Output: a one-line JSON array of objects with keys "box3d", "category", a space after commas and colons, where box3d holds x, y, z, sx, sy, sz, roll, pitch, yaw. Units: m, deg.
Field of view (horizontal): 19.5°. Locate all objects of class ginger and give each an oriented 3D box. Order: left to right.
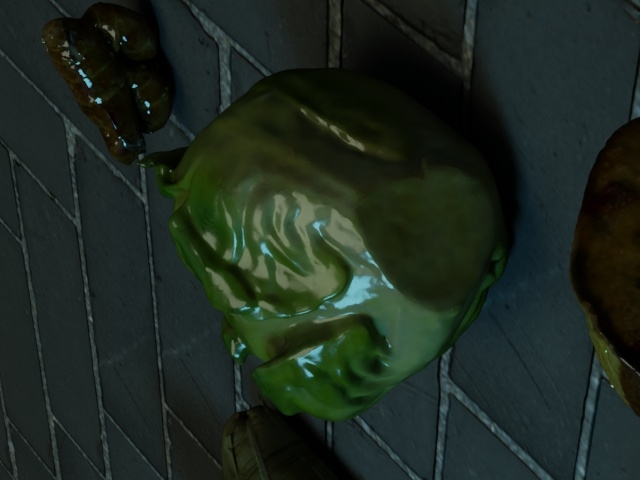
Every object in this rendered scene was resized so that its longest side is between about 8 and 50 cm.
[{"box3d": [-0.196, -0.161, 1.800, 0.073, 0.103, 0.162, 24, 144, 59], "category": "ginger"}]

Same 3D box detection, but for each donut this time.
[{"box3d": [0.248, 0.069, 1.128, 0.295, 0.151, 0.112, 43, 159, 34], "category": "donut"}]

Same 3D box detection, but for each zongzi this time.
[{"box3d": [-0.074, 0.280, 1.876, 0.194, 0.197, 0.099, 49, 166, 36], "category": "zongzi"}]

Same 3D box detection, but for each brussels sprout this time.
[{"box3d": [0.002, 0.000, 1.437, 0.294, 0.227, 0.259, -8, 122, 56], "category": "brussels sprout"}]
